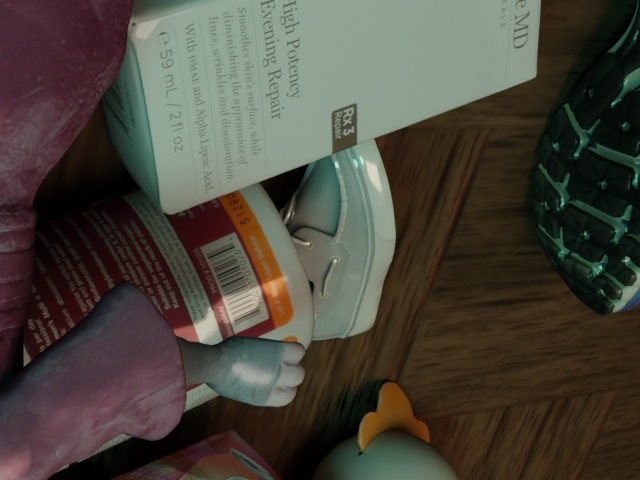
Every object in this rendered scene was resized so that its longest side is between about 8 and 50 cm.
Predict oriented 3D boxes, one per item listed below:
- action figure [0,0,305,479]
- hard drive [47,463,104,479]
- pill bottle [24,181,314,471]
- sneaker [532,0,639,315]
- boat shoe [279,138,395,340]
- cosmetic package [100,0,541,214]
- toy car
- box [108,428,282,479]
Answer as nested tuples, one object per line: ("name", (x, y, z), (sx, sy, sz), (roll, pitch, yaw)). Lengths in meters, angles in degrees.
("action figure", (-0.146, -0.001, 0.486), (0.248, 0.276, 0.370), (-2, 93, 7))
("hard drive", (-0.256, 0.213, 0.772), (0.254, 0.054, 0.172), (-44, 137, 2))
("pill bottle", (-0.124, 0.048, 0.686), (0.221, 0.121, 0.121), (-24, 134, -18))
("sneaker", (0.254, -0.091, 0.841), (0.147, 0.130, 0.330), (5, 120, -35))
("boat shoe", (0.000, 0.000, 0.772), (0.063, 0.066, 0.184), (-17, 152, -16))
("cosmetic package", (0.001, -0.113, 0.676), (0.231, 0.085, 0.117), (-22, 134, -19))
("toy car", (0.053, 0.223, 0.935), (0.210, 0.219, 0.238), (21, 77, -54))
("box", (-0.111, 0.283, 0.810), (0.142, 0.154, 0.300), (-14, 141, -55))
